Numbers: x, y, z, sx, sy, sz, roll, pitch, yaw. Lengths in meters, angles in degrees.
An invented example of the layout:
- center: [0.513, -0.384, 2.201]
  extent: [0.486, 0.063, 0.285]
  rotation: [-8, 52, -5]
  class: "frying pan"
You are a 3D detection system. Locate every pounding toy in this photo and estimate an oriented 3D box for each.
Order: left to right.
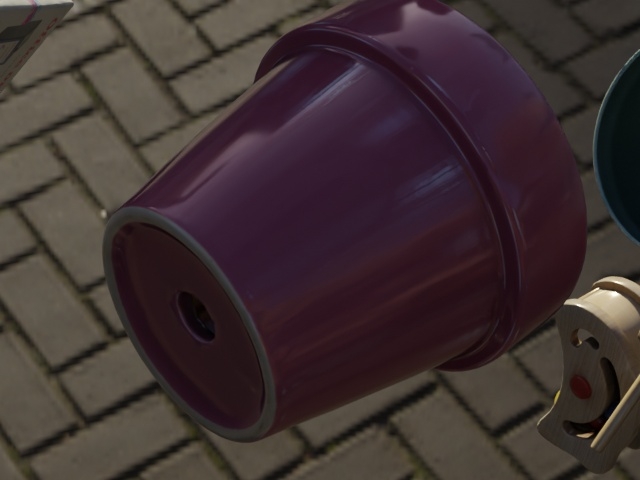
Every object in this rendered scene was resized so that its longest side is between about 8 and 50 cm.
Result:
- center: [0.291, 0.146, 1.719]
  extent: [0.155, 0.269, 0.154]
  rotation: [-26, 64, -32]
  class: "pounding toy"

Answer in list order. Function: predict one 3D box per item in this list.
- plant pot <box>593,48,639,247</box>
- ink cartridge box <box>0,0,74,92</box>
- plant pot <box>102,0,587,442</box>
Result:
- center: [0.506, -0.104, 1.943]
  extent: [0.196, 0.293, 0.293]
  rotation: [10, 32, -52]
  class: "plant pot"
- center: [-0.312, -0.164, 1.304]
  extent: [0.093, 0.154, 0.212]
  rotation: [44, 15, 1]
  class: "ink cartridge box"
- center: [0.000, 0.000, 0.800]
  extent: [0.180, 0.201, 0.201]
  rotation: [-32, 58, -30]
  class: "plant pot"
